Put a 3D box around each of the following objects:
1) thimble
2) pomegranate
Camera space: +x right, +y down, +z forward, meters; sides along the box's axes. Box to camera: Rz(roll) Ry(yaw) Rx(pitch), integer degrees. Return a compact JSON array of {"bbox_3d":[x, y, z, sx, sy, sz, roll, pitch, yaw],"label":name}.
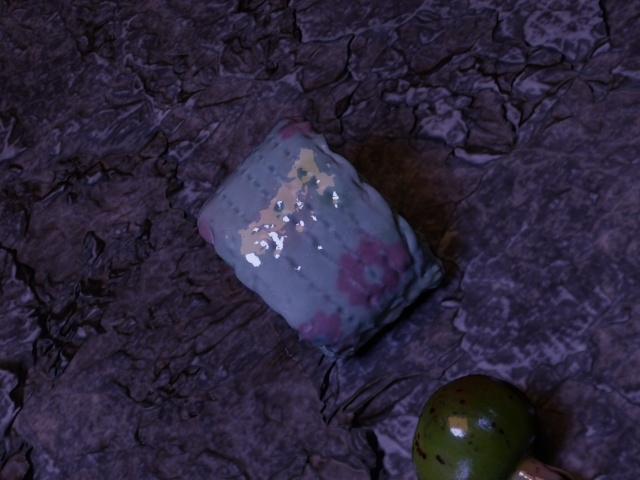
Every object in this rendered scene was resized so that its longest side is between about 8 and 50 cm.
[{"bbox_3d":[0.000,0.000,1.747,0.149,0.185,0.211,-45,76,2],"label":"thimble"},{"bbox_3d":[0.143,0.174,1.552,0.142,0.114,0.114,32,78,22],"label":"pomegranate"}]
